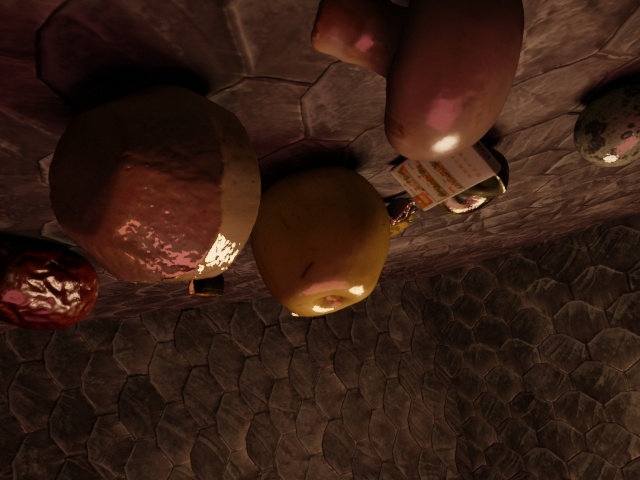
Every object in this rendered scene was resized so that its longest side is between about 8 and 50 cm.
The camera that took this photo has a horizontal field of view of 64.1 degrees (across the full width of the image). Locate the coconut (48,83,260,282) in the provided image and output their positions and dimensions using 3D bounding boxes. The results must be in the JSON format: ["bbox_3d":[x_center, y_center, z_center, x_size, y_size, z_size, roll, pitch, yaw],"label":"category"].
[{"bbox_3d":[-0.201,-0.069,0.676,0.259,0.259,0.259,-10,169,-2],"label":"coconut"}]

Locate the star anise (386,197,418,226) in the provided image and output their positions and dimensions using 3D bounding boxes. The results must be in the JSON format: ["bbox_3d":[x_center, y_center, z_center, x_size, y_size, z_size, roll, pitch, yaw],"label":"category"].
[{"bbox_3d":[0.166,-0.057,1.393,0.208,0.063,0.172,-33,169,23],"label":"star anise"}]

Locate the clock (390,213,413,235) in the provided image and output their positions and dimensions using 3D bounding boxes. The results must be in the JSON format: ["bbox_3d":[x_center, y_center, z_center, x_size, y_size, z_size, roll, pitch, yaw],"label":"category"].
[{"bbox_3d":[0.184,-0.037,1.623,0.237,0.057,0.237,-9,169,-2],"label":"clock"}]

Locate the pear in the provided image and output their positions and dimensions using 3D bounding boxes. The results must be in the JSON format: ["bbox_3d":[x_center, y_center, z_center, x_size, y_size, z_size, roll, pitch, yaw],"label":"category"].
[{"bbox_3d":[0.000,0.000,1.059,0.309,0.309,0.309,-10,169,-2],"label":"pear"}]

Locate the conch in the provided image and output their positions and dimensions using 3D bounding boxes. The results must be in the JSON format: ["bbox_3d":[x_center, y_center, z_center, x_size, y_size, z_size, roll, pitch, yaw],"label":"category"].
[{"bbox_3d":[0.314,-0.138,1.103,0.182,0.124,0.187,-7,149,32],"label":"conch"}]

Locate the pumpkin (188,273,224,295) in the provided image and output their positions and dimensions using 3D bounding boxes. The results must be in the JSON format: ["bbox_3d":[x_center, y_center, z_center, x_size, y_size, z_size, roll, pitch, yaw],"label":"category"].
[{"bbox_3d":[-0.418,0.153,1.881,0.119,0.107,0.183,4,171,-28],"label":"pumpkin"}]

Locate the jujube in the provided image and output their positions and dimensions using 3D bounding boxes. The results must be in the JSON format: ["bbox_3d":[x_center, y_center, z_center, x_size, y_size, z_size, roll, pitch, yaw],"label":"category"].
[{"bbox_3d":[-0.668,0.102,1.199,0.223,0.223,0.318,-12,161,5],"label":"jujube"}]

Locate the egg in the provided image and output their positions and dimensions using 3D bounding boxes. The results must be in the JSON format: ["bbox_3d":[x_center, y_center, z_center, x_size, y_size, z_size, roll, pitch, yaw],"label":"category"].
[{"bbox_3d":[0.539,-0.207,0.919,0.132,0.132,0.172,-7,157,-16],"label":"egg"}]

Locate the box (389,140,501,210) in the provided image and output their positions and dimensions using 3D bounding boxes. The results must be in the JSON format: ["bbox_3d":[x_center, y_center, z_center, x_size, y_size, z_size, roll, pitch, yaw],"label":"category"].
[{"bbox_3d":[0.242,-0.142,1.022,0.032,0.122,0.220,-47,-173,-29],"label":"box"}]

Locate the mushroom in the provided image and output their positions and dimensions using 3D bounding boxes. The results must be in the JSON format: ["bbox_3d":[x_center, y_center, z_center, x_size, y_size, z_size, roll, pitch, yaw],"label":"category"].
[{"bbox_3d":[0.101,-0.176,0.512,0.209,0.206,0.206,-11,169,0],"label":"mushroom"}]
